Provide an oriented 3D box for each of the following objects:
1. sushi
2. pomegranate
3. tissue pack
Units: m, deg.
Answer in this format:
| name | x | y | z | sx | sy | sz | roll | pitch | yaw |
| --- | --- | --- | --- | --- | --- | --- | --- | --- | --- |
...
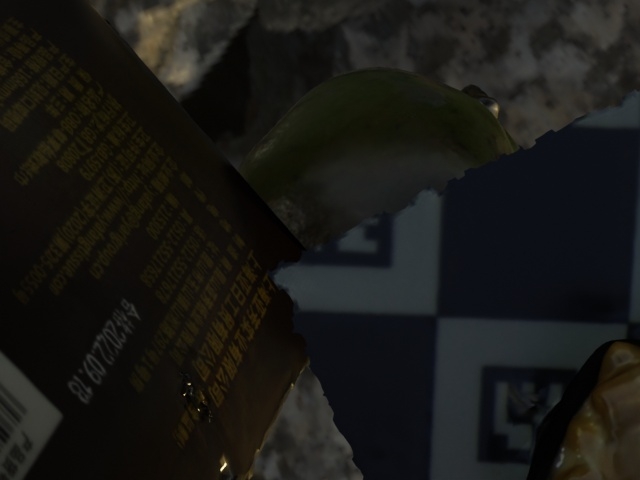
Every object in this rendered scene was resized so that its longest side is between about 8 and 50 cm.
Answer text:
| name | x | y | z | sx | sy | sz | roll | pitch | yaw |
| --- | --- | --- | --- | --- | --- | --- | --- | --- | --- |
| sushi | 0.167 | 0.062 | 0.414 | 0.290 | 0.050 | 0.264 | -23 | 98 | 2 |
| pomegranate | 0.000 | 0.000 | 0.713 | 0.191 | 0.131 | 0.152 | -10 | 155 | 22 |
| tissue pack | -0.148 | 0.080 | 0.488 | 0.198 | 0.370 | 0.210 | -33 | 102 | 25 |
